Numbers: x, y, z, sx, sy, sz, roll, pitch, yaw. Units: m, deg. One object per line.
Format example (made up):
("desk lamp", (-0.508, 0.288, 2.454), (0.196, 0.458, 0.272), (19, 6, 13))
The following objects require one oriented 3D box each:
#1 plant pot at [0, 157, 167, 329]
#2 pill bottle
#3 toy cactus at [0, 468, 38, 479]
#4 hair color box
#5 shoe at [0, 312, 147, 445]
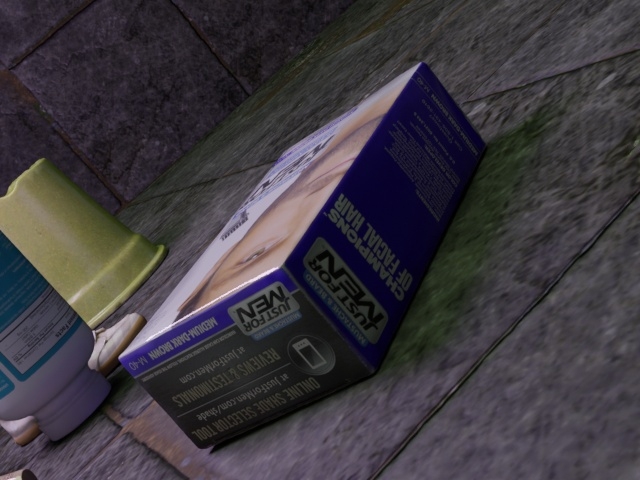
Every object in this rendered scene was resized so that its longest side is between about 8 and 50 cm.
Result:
("plant pot", (-0.440, 0.014, 1.761), (0.276, 0.254, 0.276), (-39, 13, 10))
("pill bottle", (-0.357, 0.101, 1.201), (0.146, 0.264, 0.146), (-37, 13, 10))
("toy cactus", (-0.365, 0.272, 1.055), (0.180, 0.112, 0.219), (-29, 5, 7))
("hair color box", (0.000, 0.000, 0.874), (0.185, 0.110, 0.339), (-30, 18, 36))
("shoe", (-0.309, 0.161, 1.324), (0.219, 0.058, 0.076), (-43, 13, -10))
